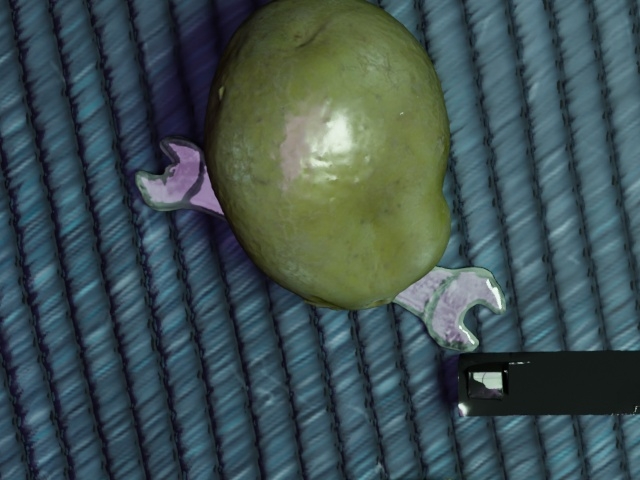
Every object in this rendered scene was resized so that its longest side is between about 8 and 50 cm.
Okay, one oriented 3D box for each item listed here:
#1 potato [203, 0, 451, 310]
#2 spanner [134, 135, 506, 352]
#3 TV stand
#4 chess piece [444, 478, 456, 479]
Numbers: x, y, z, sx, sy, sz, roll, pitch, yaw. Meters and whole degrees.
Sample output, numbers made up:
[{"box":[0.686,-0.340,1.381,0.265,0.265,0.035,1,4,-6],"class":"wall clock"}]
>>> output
[{"box":[0.009,-0.063,1.356,0.178,0.160,0.235,-19,102,8],"class":"potato"},{"box":[0.000,0.000,1.439,0.302,0.017,0.071,26,101,2],"class":"spanner"},{"box":[0.232,0.106,1.410,0.256,0.049,0.040,-1,98,8],"class":"TV stand"},{"box":[0.090,0.338,1.443,0.137,0.137,0.301,-11,108,9],"class":"chess piece"}]
